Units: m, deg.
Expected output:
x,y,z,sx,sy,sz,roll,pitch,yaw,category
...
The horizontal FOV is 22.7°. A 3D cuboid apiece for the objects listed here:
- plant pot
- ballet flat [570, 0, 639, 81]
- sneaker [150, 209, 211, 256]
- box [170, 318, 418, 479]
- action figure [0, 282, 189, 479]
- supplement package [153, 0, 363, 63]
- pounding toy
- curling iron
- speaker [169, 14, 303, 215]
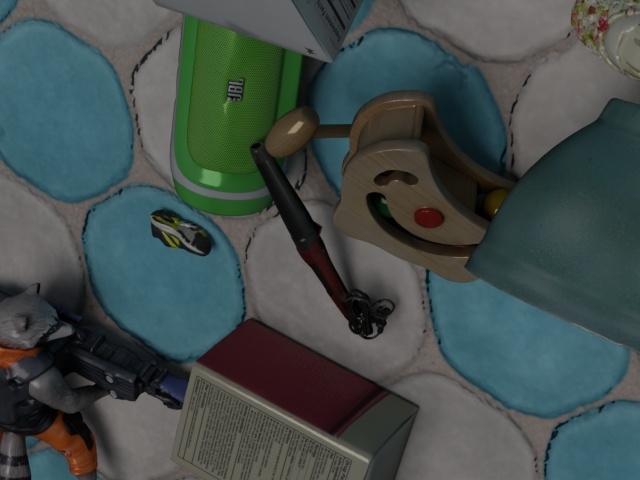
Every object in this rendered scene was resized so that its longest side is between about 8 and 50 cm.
x,y,z,sx,sy,sz,roll,pitch,yaw,category
0.302,-0.008,1.418,0.293,0.293,0.196,25,96,19,plant pot
0.327,-0.162,1.431,0.241,0.077,0.091,26,124,19,ballet flat
-0.160,-0.004,1.828,0.083,0.031,0.035,34,139,18,sneaker
-0.031,0.217,1.790,0.232,0.127,0.148,27,123,17,box
-0.321,0.205,1.933,0.341,0.178,0.330,16,129,26,action figure
-0.044,-0.336,1.419,0.199,0.198,0.262,21,79,21,supplement package
0.095,-0.087,1.564,0.270,0.154,0.154,24,141,-18,pounding toy
0.000,0.000,1.679,0.068,0.035,0.274,-8,127,38,curling iron
-0.083,-0.178,1.638,0.131,0.131,0.296,21,121,21,speaker
